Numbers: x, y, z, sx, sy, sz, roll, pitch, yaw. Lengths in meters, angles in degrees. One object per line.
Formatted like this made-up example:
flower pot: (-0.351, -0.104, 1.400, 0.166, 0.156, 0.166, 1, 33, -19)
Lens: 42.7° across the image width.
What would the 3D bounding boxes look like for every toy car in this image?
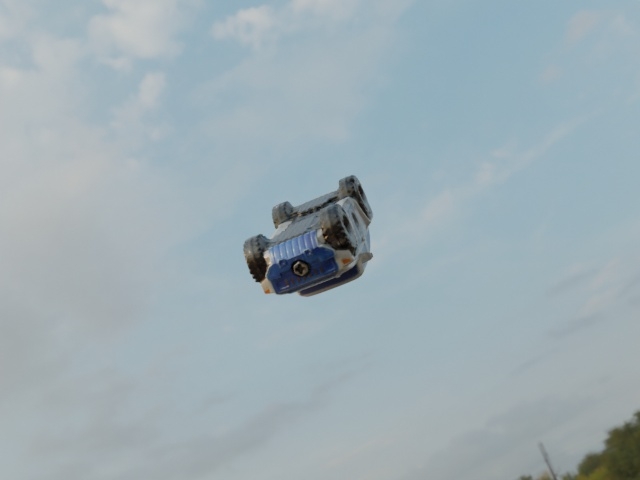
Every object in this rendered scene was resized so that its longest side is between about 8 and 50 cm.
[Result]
toy car: (0.000, 0.000, 0.665, 0.080, 0.070, 0.171, -22, 11, 14)
